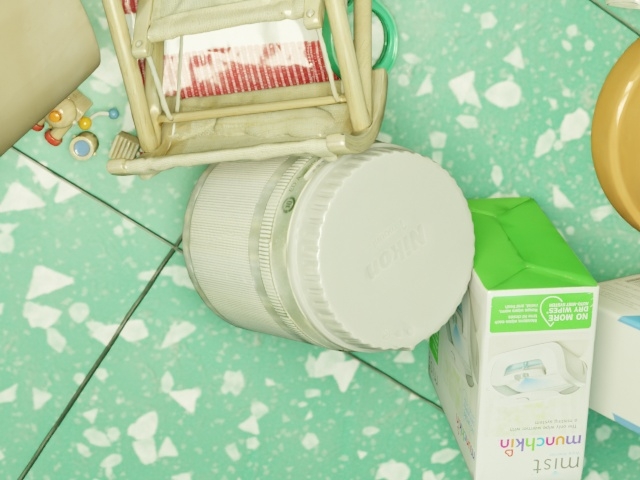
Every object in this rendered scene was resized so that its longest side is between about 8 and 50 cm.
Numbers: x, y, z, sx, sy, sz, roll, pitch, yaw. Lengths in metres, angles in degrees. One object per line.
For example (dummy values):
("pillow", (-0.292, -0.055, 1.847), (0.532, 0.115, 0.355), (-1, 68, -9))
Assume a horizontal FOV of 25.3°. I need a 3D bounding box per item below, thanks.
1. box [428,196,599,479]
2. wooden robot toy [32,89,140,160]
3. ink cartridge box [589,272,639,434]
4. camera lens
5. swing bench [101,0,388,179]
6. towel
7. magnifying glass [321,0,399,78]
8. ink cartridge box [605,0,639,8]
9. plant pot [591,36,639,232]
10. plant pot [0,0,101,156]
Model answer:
("box", (0.206, 0.104, 1.568), (0.127, 0.262, 0.231), (-2, 113, -7))
("wooden robot toy", (-0.278, -0.130, 1.547), (0.173, 0.079, 0.076), (40, 105, -9))
("ink cartridge box", (0.450, 0.115, 1.583), (0.307, 0.223, 0.129), (-11, 109, -28))
("camera lens", (0.000, 0.000, 1.503), (0.219, 0.274, 0.219), (-3, 96, -34))
("swing bench", (-0.078, -0.198, 1.418), (0.253, 0.165, 0.254), (-4, 96, 21))
("towel", (-0.105, -0.260, 1.564), (0.237, 0.037, 0.329), (-7, 106, -4))
("magnifying glass", (0.022, -0.274, 1.550), (0.092, 0.026, 0.231), (-37, 118, -23))
("ink cartridge box", (0.424, -0.389, 1.540), (0.207, 0.117, 0.283), (1, 99, -8))
("plant pot", (0.470, -0.106, 1.589), (0.291, 0.203, 0.290), (-1, 104, -6))
("plant pot", (-0.387, -0.195, 1.425), (0.280, 0.323, 0.323), (-30, 107, -13))
